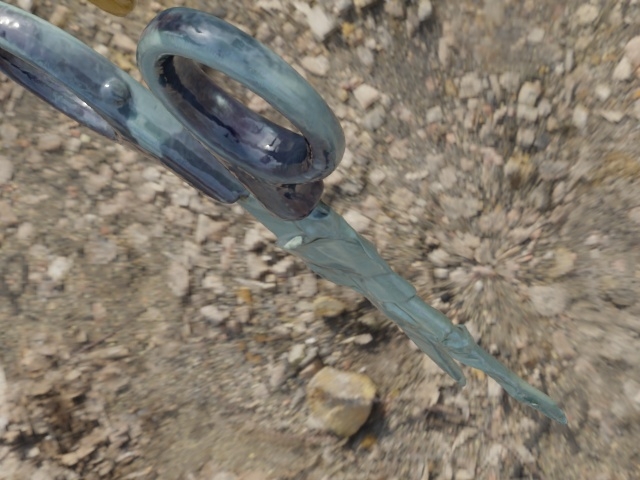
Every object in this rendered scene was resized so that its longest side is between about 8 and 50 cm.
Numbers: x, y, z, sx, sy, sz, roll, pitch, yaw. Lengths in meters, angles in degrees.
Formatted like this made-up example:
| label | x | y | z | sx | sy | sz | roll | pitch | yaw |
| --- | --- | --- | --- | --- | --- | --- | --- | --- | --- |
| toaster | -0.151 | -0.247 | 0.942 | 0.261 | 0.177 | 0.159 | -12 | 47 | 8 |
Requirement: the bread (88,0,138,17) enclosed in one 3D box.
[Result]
| label | x | y | z | sx | sy | sz | roll | pitch | yaw |
| --- | --- | --- | --- | --- | --- | --- | --- | --- | --- |
| bread | -0.129 | -0.288 | 0.779 | 0.239 | 0.111 | 0.246 | 41 | 136 | -25 |

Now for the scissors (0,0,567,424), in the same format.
| label | x | y | z | sx | sy | sz | roll | pitch | yaw |
| --- | --- | --- | --- | --- | --- | --- | --- | --- | --- |
| scissors | 0.000 | 0.000 | 0.626 | 0.256 | 0.383 | 0.029 | 16 | 72 | 48 |
